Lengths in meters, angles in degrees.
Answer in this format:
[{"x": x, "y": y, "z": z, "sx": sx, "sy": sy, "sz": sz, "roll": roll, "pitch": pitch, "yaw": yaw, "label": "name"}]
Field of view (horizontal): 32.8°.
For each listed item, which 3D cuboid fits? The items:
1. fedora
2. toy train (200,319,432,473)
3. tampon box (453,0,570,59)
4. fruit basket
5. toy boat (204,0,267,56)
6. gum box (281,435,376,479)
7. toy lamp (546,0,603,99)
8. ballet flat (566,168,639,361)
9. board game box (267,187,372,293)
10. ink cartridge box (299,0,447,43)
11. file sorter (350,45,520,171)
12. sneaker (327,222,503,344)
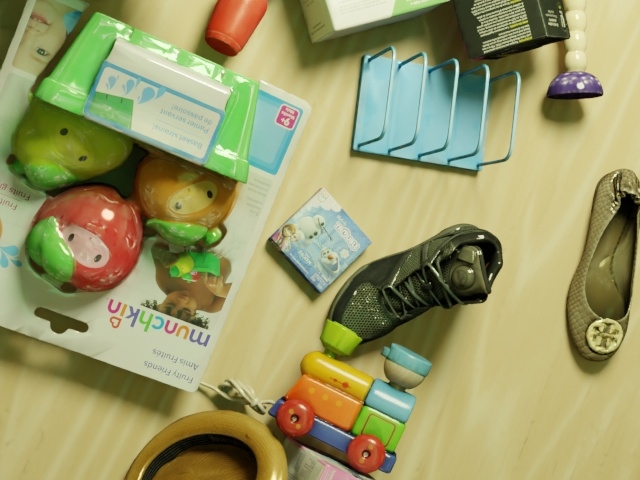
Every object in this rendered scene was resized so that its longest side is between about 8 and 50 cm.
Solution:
[{"x": -0.123, "y": 0.281, "z": 1.201, "sx": 0.194, "sy": 0.194, "sz": 0.079, "roll": -36, "pitch": 137, "yaw": -14, "label": "fedora"}, {"x": -0.006, "y": 0.151, "z": 1.236, "sx": 0.248, "sy": 0.105, "sz": 0.143, "roll": 26, "pitch": 87, "yaw": 5, "label": "toy train"}, {"x": 0.219, "y": -0.304, "z": 1.294, "sx": 0.101, "sy": 0.120, "sz": 0.161, "roll": -13, "pitch": 92, "yaw": 27, "label": "tampon box"}, {"x": -0.215, "y": -0.048, "z": 1.158, "sx": 0.327, "sy": 0.165, "sz": 0.353, "roll": 23, "pitch": 86, "yaw": -15, "label": "fruit basket"}, {"x": -0.145, "y": -0.338, "z": 1.159, "sx": 0.318, "sy": 0.267, "sz": 0.148, "roll": 42, "pitch": 69, "yaw": -51, "label": "toy boat"}, {"x": 0.017, "y": 0.279, "z": 1.202, "sx": 0.107, "sy": 0.188, "sz": 0.062, "roll": 27, "pitch": 83, "yaw": -14, "label": "gum box"}, {"x": 0.321, "y": -0.317, "z": 1.364, "sx": 0.080, "sy": 0.080, "sz": 0.274, "roll": 0, "pitch": 91, "yaw": -16, "label": "toy lamp"}, {"x": 0.370, "y": 0.030, "z": 1.378, "sx": 0.084, "sy": 0.058, "sz": 0.249, "roll": 13, "pitch": 85, "yaw": -15, "label": "ballet flat"}, {"x": 0.000, "y": 0.000, "z": 1.291, "sx": 0.090, "sy": 0.020, "sz": 0.090, "roll": -45, "pitch": 100, "yaw": -14, "label": "board game box"}, {"x": 0.041, "y": -0.356, "z": 1.274, "sx": 0.154, "sy": 0.093, "sz": 0.212, "roll": -18, "pitch": 95, "yaw": -16, "label": "ink cartridge box"}, {"x": 0.138, "y": -0.157, "z": 1.292, "sx": 0.170, "sy": 0.104, "sz": 0.118, "roll": 8, "pitch": 86, "yaw": -15, "label": "file sorter"}, {"x": 0.116, "y": 0.052, "z": 1.268, "sx": 0.228, "sy": 0.130, "sz": 0.087, "roll": -27, "pitch": 96, "yaw": -9, "label": "sneaker"}]
